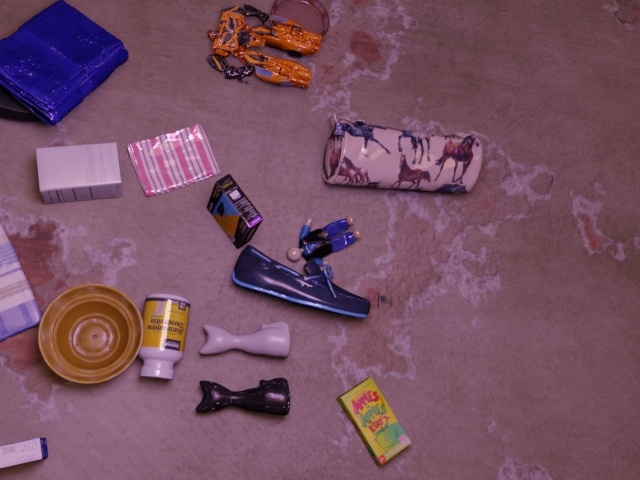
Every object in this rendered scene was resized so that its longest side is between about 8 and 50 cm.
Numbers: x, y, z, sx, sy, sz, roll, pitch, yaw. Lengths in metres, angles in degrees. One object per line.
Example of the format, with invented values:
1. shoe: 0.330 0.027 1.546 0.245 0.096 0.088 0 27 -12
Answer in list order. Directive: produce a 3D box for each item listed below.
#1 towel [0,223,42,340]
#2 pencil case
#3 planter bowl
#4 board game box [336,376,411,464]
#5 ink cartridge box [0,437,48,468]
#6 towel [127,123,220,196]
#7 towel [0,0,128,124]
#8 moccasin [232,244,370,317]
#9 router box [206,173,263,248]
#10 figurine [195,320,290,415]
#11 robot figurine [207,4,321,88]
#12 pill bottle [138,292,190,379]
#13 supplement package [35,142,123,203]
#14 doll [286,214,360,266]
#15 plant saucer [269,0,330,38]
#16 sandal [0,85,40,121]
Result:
1. towel: -0.765 0.098 1.520 0.209 0.034 0.285 -25 84 -21
2. pencil case: 0.214 -0.221 1.784 0.411 0.160 0.183 4 88 -13
3. planter bowl: -0.502 0.209 1.521 0.217 0.090 0.217 4 74 -13
4. board game box: 0.127 0.428 1.638 0.092 0.043 0.181 -30 83 -19
5. ink cartridge box: -0.674 0.448 1.407 0.207 0.097 0.046 -9 77 -17
6. towel: -0.362 -0.201 1.706 0.197 0.029 0.144 -20 81 -18
7. towel: -0.625 -0.436 1.631 0.228 0.076 0.308 37 51 -8
8. moccasin: -0.036 0.096 1.640 0.342 0.138 0.116 18 81 -9
9. router box: -0.205 -0.066 1.625 0.046 0.179 0.133 -36 85 -22
10. figurine: -0.177 0.293 1.584 0.210 0.092 0.214 2 73 -9
11. robot figurine: -0.152 -0.510 1.804 0.291 0.085 0.211 15 82 -6
12. pill bottle: -0.355 0.217 1.548 0.103 0.103 0.184 8 73 -11
13. supplement package: -0.559 -0.156 1.603 0.179 0.105 0.105 -6 77 -16
14. doll: 0.000 0.000 1.728 0.189 0.046 0.129 -26 91 -13
15. plant saucer: -0.058 -0.606 1.897 0.169 0.029 0.168 3 75 -12
16. sandal: -0.836 -0.380 1.574 0.446 0.107 0.167 4 56 -17
